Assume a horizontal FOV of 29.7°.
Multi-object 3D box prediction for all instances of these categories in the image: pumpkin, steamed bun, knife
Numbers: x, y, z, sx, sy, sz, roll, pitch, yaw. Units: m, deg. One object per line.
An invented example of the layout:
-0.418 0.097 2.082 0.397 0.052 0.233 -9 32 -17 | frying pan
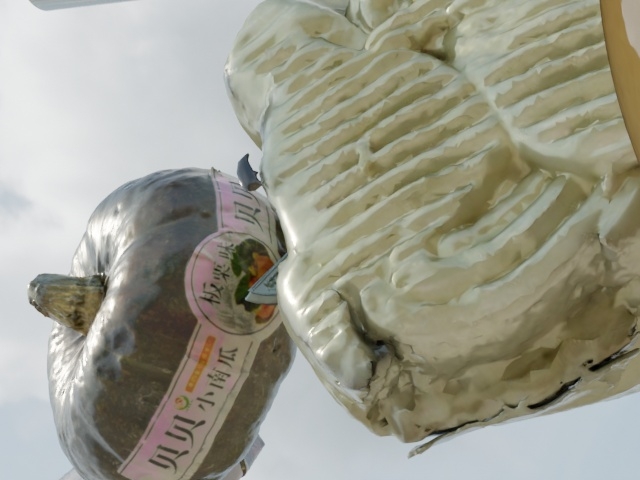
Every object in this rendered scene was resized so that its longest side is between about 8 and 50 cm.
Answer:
-0.132 0.063 0.930 0.189 0.260 0.260 23 -72 -22 | pumpkin
0.122 -0.047 0.713 0.237 0.347 0.394 43 -113 -45 | steamed bun
0.000 0.001 0.881 0.028 0.210 0.015 44 -56 -1 | knife

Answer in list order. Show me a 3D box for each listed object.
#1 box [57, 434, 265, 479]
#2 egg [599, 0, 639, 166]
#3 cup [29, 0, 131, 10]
-0.244 0.328 1.497 0.264 0.415 0.115 -31 -88 13 | box
0.243 -0.077 0.376 0.301 0.301 0.374 -47 -55 6 | egg
-0.180 -0.227 1.003 0.104 0.116 0.074 3 -91 -64 | cup
